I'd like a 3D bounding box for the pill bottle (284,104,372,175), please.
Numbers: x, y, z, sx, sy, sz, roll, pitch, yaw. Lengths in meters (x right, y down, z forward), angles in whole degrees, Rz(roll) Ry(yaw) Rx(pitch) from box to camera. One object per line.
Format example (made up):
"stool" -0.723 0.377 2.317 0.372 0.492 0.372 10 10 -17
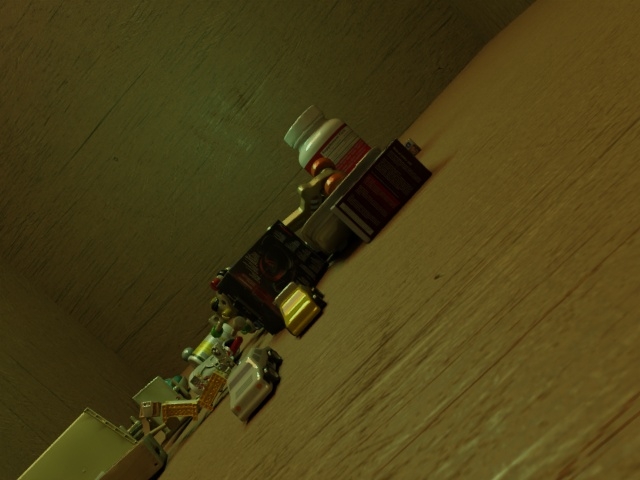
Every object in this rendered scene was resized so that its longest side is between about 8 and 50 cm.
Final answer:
"pill bottle" 0.070 -0.300 1.509 0.229 0.407 0.229 -47 4 5

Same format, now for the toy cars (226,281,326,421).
"toy cars" -0.098 0.201 0.861 0.176 0.087 0.394 -44 6 41

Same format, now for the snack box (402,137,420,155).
"snack box" 0.310 -0.319 1.589 0.178 0.064 0.022 -44 4 37

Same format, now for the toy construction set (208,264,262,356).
"toy construction set" -0.284 0.269 1.364 0.237 0.257 0.309 -57 14 38

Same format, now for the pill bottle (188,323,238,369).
"pill bottle" -0.459 0.468 1.744 0.209 0.119 0.119 -51 6 -38

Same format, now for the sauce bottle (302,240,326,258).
"sauce bottle" 0.000 0.000 1.499 0.111 0.111 0.344 -44 6 38

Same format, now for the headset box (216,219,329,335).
"headset box" -0.140 0.112 1.181 0.110 0.218 0.293 -45 6 46

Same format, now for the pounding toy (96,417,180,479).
"pounding toy" -0.447 0.565 1.062 0.206 0.094 0.181 -40 -4 -22

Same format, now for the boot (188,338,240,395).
"boot" -0.343 0.405 1.337 0.123 0.095 0.258 -53 4 6

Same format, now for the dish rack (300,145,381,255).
"dish rack" 0.097 -0.092 1.193 0.333 0.072 0.285 -48 -17 -2

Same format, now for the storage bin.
"storage bin" -0.662 0.668 1.137 0.262 0.260 0.123 -52 -10 -49

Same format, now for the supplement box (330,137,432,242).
"supplement box" 0.151 -0.125 1.032 0.239 0.130 0.073 -47 4 2

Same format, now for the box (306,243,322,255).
"box" 0.036 -0.040 1.333 0.184 0.045 0.191 -29 -27 -40

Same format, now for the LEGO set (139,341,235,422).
"LEGO set" -0.339 0.409 1.100 0.287 0.132 0.107 -39 -3 1

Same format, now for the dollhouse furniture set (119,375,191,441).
"dollhouse furniture set" -0.504 0.576 1.301 0.212 0.160 0.242 -41 -21 -42

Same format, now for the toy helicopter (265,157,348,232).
"toy helicopter" -0.029 -0.093 1.380 0.355 0.235 0.140 -37 47 1

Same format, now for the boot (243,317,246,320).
"boot" -0.241 0.261 1.751 0.305 0.112 0.115 -47 -17 -41

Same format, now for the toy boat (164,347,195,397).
"toy boat" -0.684 0.671 1.921 0.318 0.148 0.267 -49 5 -12
